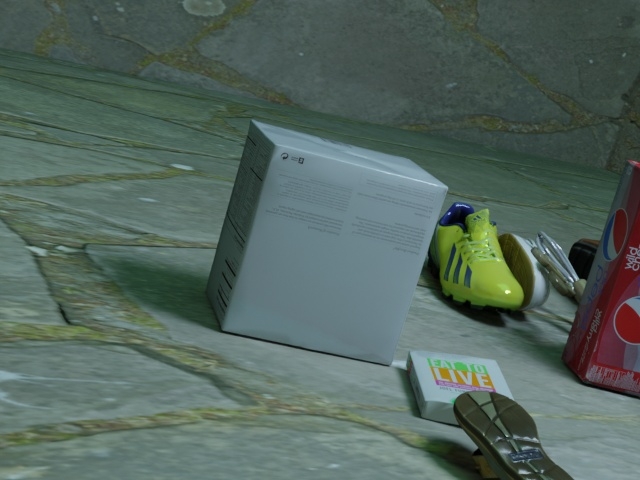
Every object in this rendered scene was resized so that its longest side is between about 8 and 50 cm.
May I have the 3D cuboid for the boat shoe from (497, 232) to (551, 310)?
[{"bbox_3d":[0.294,0.040,1.829,0.096,0.098,0.277,13,11,-10],"label":"boat shoe"}]

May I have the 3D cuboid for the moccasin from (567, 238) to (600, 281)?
[{"bbox_3d":[0.482,0.084,1.833,0.147,0.139,0.380,5,5,-11],"label":"moccasin"}]

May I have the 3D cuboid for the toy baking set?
[{"bbox_3d":[0.353,0.071,1.706,0.197,0.030,0.256,51,13,0],"label":"toy baking set"}]

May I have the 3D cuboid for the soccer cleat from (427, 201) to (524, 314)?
[{"bbox_3d":[0.213,0.019,1.760,0.093,0.121,0.289,14,12,-13],"label":"soccer cleat"}]

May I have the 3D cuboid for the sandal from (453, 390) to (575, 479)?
[{"bbox_3d":[0.166,0.194,1.104,0.072,0.049,0.180,3,32,-30],"label":"sandal"}]

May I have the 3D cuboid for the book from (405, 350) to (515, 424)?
[{"bbox_3d":[0.141,0.153,1.288,0.096,0.035,0.144,11,14,-6],"label":"book"}]

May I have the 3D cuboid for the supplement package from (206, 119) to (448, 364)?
[{"bbox_3d":[0.000,0.000,1.371,0.194,0.203,0.149,13,12,-16],"label":"supplement package"}]

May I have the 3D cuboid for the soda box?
[{"bbox_3d":[0.374,0.044,1.513,0.083,0.263,0.092,14,12,-10],"label":"soda box"}]
